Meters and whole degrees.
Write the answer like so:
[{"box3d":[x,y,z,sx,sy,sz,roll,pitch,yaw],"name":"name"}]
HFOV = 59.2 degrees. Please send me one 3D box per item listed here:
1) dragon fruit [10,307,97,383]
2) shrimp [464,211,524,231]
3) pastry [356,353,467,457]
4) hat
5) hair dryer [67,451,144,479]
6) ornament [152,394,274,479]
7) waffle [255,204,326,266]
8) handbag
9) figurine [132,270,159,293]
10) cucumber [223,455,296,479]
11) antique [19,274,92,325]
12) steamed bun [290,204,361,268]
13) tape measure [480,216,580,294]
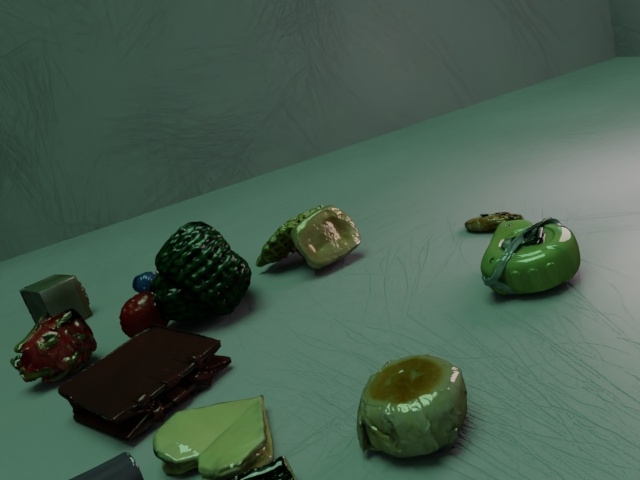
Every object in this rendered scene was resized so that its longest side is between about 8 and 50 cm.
[{"box3d":[-0.644,0.258,1.352,0.167,0.160,0.172,37,49,17],"name":"dragon fruit"},{"box3d":[0.429,-0.047,1.370,0.095,0.045,0.163,-7,0,-43],"name":"shrimp"},{"box3d":[0.123,0.224,0.770,0.166,0.088,0.166,-17,14,5],"name":"pastry"},{"box3d":[-0.339,0.129,1.393,0.332,0.242,0.274,-46,-1,-8],"name":"hat"},{"box3d":[-0.271,0.399,0.594,0.301,0.121,0.361,-24,35,-39],"name":"hair dryer"},{"box3d":[-0.144,0.300,0.876,0.201,0.059,0.180,-1,24,38],"name":"ornament"},{"box3d":[-0.081,-0.012,1.589,0.214,0.054,0.207,-30,-19,-42],"name":"waffle"},{"box3d":[-0.353,0.272,1.121,0.276,0.084,0.260,-1,24,43],"name":"handbag"},{"box3d":[-0.517,0.125,1.765,0.087,0.086,0.149,34,28,18],"name":"figurine"},{"box3d":[-0.121,0.337,0.738,0.187,0.058,0.058,-18,17,-3],"name":"cucumber"},{"box3d":[-0.806,0.189,1.735,0.152,0.146,0.148,-1,24,42],"name":"antique"},{"box3d":[0.000,0.000,1.502,0.172,0.140,0.155,-31,-2,-20],"name":"steamed bun"},{"box3d":[0.389,0.026,1.056,0.175,0.106,0.200,-9,22,39],"name":"tape measure"}]
